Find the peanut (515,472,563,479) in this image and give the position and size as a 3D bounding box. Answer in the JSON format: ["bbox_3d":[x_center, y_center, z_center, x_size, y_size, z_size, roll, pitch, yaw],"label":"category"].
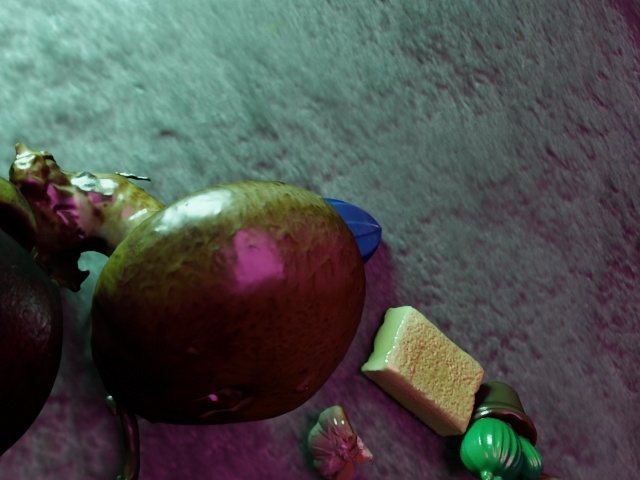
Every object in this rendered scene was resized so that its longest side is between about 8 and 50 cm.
[{"bbox_3d":[0.314,0.439,1.082,0.256,0.123,0.124,-12,81,-36],"label":"peanut"}]

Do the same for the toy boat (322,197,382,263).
[{"bbox_3d":[0.000,0.000,1.037,0.295,0.088,0.129,-10,80,-48],"label":"toy boat"}]

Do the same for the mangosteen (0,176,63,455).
[{"bbox_3d":[-0.383,0.060,0.617,0.307,0.307,0.347,25,44,-26],"label":"mangosteen"}]

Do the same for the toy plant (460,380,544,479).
[{"bbox_3d":[0.283,0.319,1.090,0.143,0.105,0.200,29,40,-13],"label":"toy plant"}]

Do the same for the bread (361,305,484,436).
[{"bbox_3d":[0.163,0.202,1.086,0.188,0.068,0.125,40,56,-17],"label":"bread"}]

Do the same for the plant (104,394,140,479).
[{"bbox_3d":[-0.253,0.318,0.675,0.333,0.180,0.251,-34,89,-36],"label":"plant"}]

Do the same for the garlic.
[{"bbox_3d":[0.021,0.285,0.954,0.094,0.074,0.113,-5,82,-72],"label":"garlic"}]

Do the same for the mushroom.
[{"bbox_3d":[-0.138,0.055,0.801,0.334,0.356,0.331,-19,129,-28],"label":"mushroom"}]
